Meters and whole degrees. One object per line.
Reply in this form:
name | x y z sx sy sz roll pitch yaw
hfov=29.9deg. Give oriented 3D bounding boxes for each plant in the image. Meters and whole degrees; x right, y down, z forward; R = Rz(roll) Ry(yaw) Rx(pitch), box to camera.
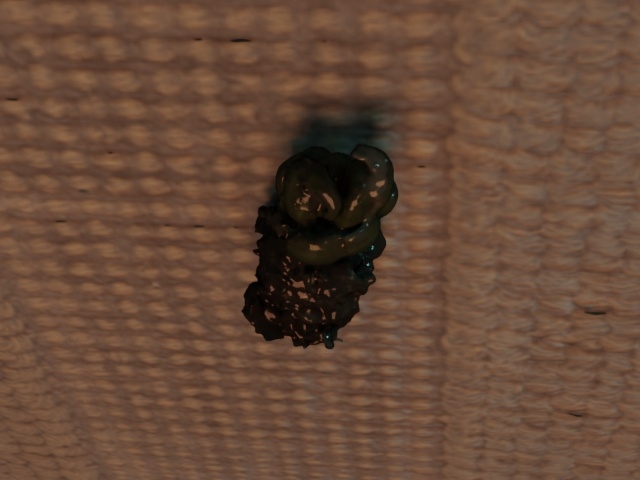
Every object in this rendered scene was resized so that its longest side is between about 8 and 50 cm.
plant | 0.000 0.000 0.651 0.085 0.087 0.174 -18 155 -18
